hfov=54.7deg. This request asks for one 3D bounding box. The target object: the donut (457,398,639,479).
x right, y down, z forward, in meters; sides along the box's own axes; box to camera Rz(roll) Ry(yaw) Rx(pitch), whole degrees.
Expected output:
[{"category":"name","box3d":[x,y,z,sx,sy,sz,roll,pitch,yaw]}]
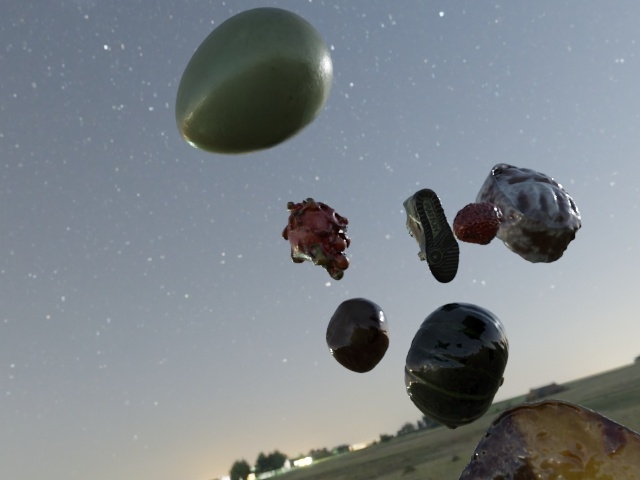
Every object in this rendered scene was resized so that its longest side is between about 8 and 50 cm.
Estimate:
[{"category":"donut","box3d":[0.261,0.281,0.732,0.295,0.151,0.112,-38,-38,24]}]

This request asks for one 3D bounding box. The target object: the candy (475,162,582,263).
[{"category":"candy","box3d":[0.483,-0.075,1.440,0.214,0.290,0.157,12,-56,-13]}]

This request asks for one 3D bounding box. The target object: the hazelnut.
[{"category":"hazelnut","box3d":[0.135,0.303,1.975,0.217,0.234,0.218,19,-19,7]}]

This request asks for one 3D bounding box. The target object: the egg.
[{"category":"egg","box3d":[-0.113,-0.254,1.023,0.295,0.218,0.218,-39,-12,-20]}]

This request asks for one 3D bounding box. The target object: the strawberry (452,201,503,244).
[{"category":"strawberry","box3d":[0.282,-0.029,1.123,0.096,0.083,0.083,-19,-14,-35]}]

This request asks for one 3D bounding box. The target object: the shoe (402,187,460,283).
[{"category":"shoe","box3d":[0.335,-0.015,1.907,0.109,0.293,0.149,-17,5,-12]}]

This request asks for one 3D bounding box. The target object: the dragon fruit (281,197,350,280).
[{"category":"dragon fruit","box3d":[0.000,0.000,1.311,0.150,0.208,0.133,-31,-34,0]}]

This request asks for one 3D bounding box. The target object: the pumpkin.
[{"category":"pumpkin","box3d":[0.357,0.322,1.608,0.241,0.324,0.323,15,-8,22]}]
